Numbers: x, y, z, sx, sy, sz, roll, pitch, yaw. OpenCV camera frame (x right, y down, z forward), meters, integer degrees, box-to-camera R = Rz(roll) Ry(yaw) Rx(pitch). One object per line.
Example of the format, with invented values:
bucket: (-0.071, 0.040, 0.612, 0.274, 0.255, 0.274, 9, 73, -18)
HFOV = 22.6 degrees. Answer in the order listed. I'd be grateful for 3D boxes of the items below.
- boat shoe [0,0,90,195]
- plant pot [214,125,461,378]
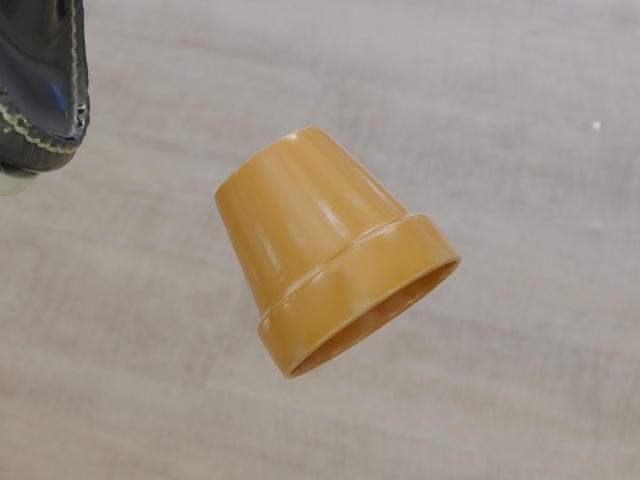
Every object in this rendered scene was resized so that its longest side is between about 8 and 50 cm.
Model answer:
boat shoe: (-0.092, -0.129, 0.443, 0.079, 0.084, 0.233, -15, 74, 25)
plant pot: (0.000, 0.000, 1.550, 0.205, 0.205, 0.188, -31, 80, -19)
